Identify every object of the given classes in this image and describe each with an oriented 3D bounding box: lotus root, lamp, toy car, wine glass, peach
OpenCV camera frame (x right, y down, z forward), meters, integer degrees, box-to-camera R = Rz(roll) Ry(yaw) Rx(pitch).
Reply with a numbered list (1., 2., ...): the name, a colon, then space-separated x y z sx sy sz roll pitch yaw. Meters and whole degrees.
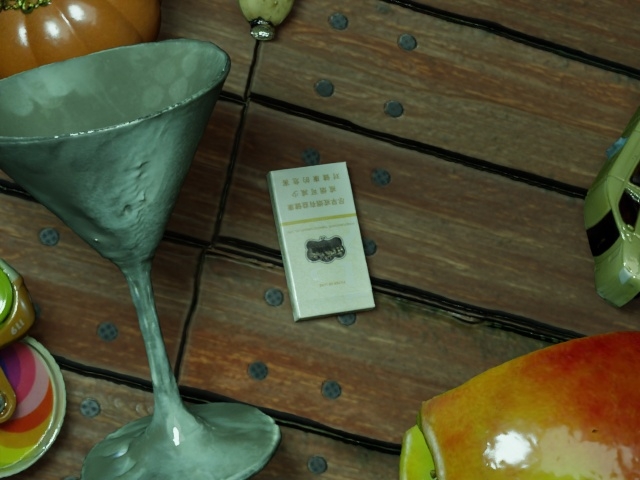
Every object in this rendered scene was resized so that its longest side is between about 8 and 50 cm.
1. lotus root: -0.060 -0.299 2.075 0.072 0.063 0.152 -4 81 -7
2. lamp: -0.270 -0.237 1.929 0.223 0.196 0.223 -11 56 16
3. toy car: -0.358 0.143 1.850 0.235 0.145 0.235 0 90 -25
4. wine glass: -0.172 0.036 1.788 0.267 0.267 0.406 -20 111 -20
5. toy car: 0.368 -0.052 2.114 0.124 0.101 0.257 33 68 -1
6. peach: 0.298 0.265 1.940 0.380 0.242 0.306 -8 74 -18

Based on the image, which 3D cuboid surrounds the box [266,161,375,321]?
1. box: 0.000 0.000 2.035 0.090 0.024 0.167 -8 79 -17
